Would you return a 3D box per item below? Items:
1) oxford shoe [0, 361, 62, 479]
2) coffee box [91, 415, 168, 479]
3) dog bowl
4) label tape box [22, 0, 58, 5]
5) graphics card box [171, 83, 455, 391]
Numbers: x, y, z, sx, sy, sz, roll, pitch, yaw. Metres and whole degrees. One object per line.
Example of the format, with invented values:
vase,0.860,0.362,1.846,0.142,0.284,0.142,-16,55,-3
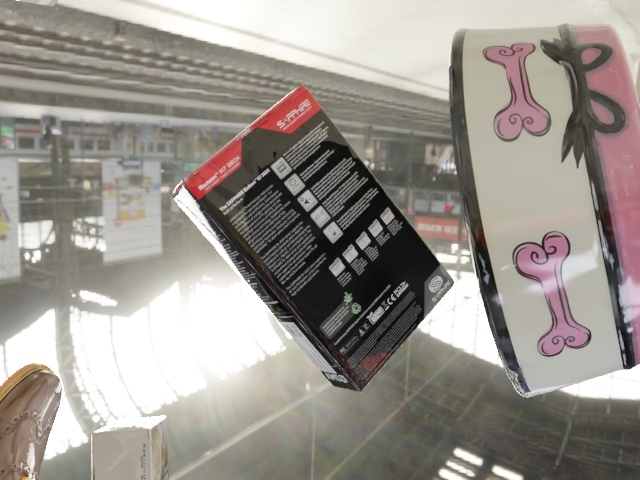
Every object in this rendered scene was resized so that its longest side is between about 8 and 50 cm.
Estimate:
oxford shoe,-0.373,0.326,0.714,0.133,0.363,0.130,3,150,14
coffee box,-0.341,0.404,1.090,0.098,0.141,0.246,-2,168,-8
dog bowl,0.265,-0.043,0.644,0.150,0.408,0.408,-10,-177,25
label tape box,-0.365,-0.390,0.649,0.106,0.240,0.333,-38,-155,0
graphics card box,0.000,0.000,0.846,0.233,0.371,0.094,-45,-169,-24
